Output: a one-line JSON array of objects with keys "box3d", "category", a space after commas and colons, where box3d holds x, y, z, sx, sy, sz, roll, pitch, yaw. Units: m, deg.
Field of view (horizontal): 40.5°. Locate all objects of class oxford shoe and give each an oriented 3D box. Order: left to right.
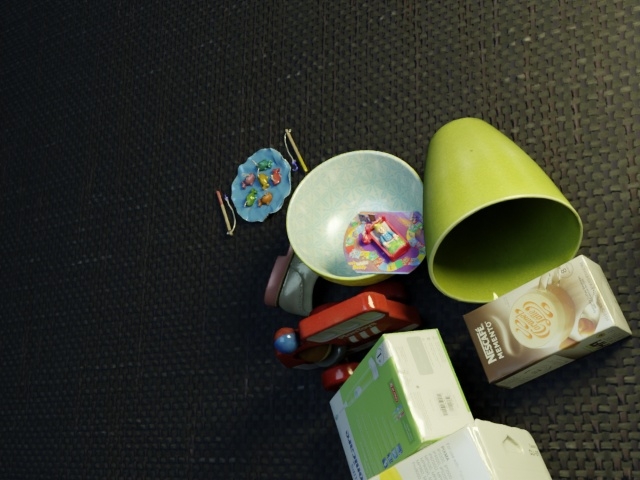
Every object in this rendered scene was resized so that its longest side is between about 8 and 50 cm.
[{"box3d": [0.000, 0.000, 1.893, 0.130, 0.123, 0.348, 22, 89, 12], "category": "oxford shoe"}]

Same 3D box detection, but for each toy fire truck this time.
[{"box3d": [0.040, 0.182, 1.701, 0.302, 0.254, 0.169, -25, 64, 29], "category": "toy fire truck"}]

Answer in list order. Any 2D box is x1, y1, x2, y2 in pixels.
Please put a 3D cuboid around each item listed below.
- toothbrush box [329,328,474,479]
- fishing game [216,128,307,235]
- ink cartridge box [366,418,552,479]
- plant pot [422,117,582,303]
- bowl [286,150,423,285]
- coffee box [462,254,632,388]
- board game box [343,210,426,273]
[{"box3d": [0.141, 0.321, 1.589, 0.283, 0.122, 0.206, -59, 42, 47], "category": "toothbrush box"}, {"box3d": [-0.148, -0.133, 2.064, 0.264, 0.041, 0.189, -35, 57, 24], "category": "fishing game"}, {"box3d": [0.185, 0.475, 1.486, 0.384, 0.279, 0.160, -35, 60, 21], "category": "ink cartridge box"}, {"box3d": [0.297, -0.083, 1.604, 0.274, 0.274, 0.294, -36, 43, 23], "category": "plant pot"}, {"box3d": [0.087, -0.020, 1.764, 0.289, 0.156, 0.290, -7, 61, 13], "category": "bowl"}, {"box3d": [0.399, 0.150, 1.543, 0.246, 0.098, 0.141, -32, 60, 25], "category": "coffee box"}, {"box3d": [0.120, -0.005, 1.636, 0.168, 0.033, 0.133, 1, 64, 18], "category": "board game box"}]
